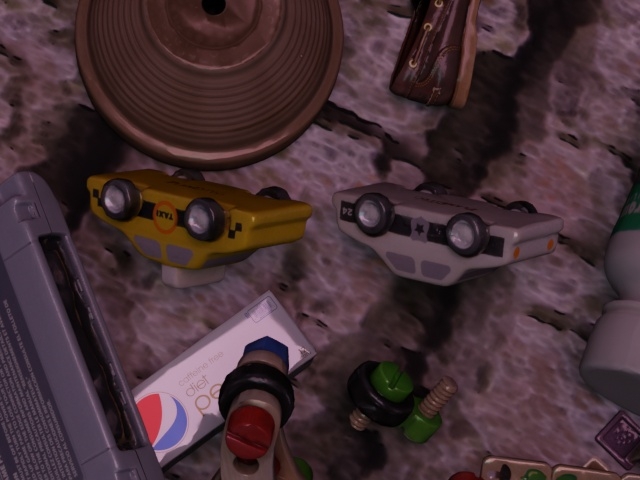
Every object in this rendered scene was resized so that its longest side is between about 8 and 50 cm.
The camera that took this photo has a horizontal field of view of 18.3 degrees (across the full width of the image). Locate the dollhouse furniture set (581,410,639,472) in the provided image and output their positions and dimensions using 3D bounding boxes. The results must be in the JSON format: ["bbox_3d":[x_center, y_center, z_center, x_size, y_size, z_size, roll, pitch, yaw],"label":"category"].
[{"bbox_3d":[0.256,0.208,1.666,0.091,0.081,0.114,45,78,5],"label":"dollhouse furniture set"}]

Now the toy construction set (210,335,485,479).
[{"bbox_3d":[-0.010,0.259,1.556,0.257,0.237,0.309,21,32,-34],"label":"toy construction set"}]

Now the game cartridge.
[{"bbox_3d":[-0.246,0.119,1.595,0.062,0.198,0.297,-7,70,-49],"label":"game cartridge"}]

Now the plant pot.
[{"bbox_3d":[-0.094,-0.187,1.703,0.237,0.110,0.237,1,77,-4],"label":"plant pot"}]

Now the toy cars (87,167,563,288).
[{"bbox_3d":[0.000,0.000,1.654,0.393,0.176,0.087,3,102,-4],"label":"toy cars"}]

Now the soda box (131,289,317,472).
[{"bbox_3d":[-0.109,0.134,1.653,0.216,0.074,0.069,-35,83,-10],"label":"soda box"}]

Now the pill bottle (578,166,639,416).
[{"bbox_3d":[0.361,-0.022,1.661,0.204,0.204,0.361,24,77,0],"label":"pill bottle"}]

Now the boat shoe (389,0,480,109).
[{"bbox_3d":[0.108,-0.220,1.745,0.073,0.073,0.207,12,77,-5],"label":"boat shoe"}]

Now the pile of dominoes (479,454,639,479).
[{"bbox_3d":[0.227,0.288,1.638,0.251,0.040,0.196,8,96,-3],"label":"pile of dominoes"}]
